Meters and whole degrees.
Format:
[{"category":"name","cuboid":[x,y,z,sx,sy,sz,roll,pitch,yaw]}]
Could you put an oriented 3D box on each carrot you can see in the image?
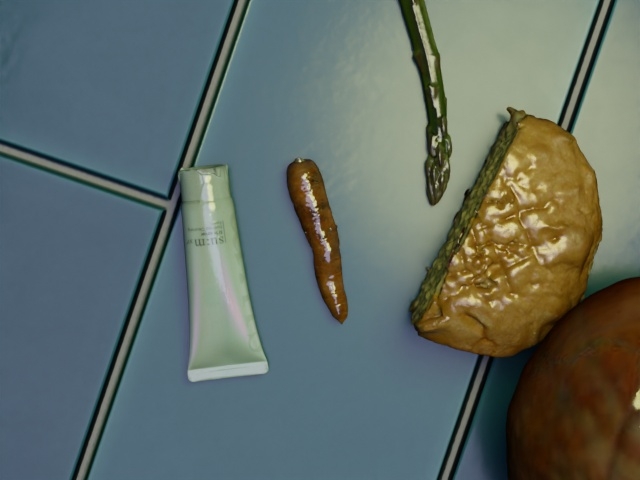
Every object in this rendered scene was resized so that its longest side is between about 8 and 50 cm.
[{"category":"carrot","cuboid":[0.002,0.000,1.716,0.035,0.035,0.165,-17,93,0]}]

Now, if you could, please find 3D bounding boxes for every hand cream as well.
[{"category":"hand cream","cuboid":[-0.100,0.030,1.710,0.078,0.050,0.205,-7,94,0]}]

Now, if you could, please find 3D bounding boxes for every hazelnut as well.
[{"category":"hazelnut","cuboid":[0.355,0.217,1.566,0.359,0.359,0.409,-39,106,0]}]

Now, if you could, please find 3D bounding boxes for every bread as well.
[{"category":"bread","cuboid":[0.183,0.003,1.673,0.139,0.143,0.229,26,93,-11]}]

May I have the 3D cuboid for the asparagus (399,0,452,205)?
[{"category":"asparagus","cuboid":[0.101,-0.151,1.718,0.034,0.027,0.236,-9,91,5]}]
